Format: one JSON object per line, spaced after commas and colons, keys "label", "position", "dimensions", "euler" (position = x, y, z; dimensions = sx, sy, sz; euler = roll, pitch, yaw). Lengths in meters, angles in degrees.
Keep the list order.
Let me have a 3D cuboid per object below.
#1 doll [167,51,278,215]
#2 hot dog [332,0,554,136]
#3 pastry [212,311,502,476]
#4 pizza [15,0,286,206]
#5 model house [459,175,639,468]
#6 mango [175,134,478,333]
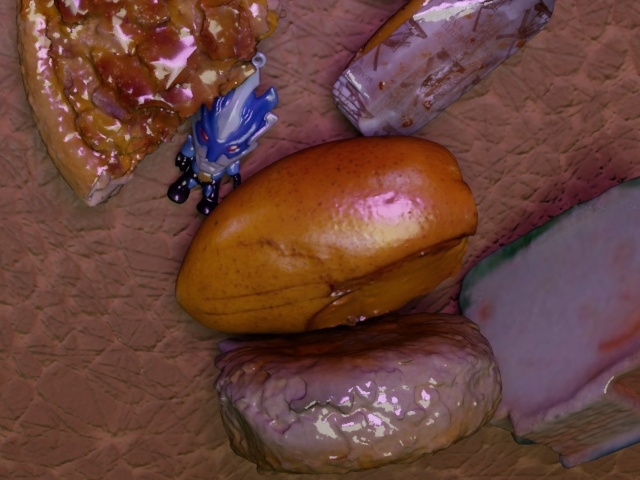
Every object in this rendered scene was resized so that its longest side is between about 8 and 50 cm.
{"label": "doll", "position": [-0.105, -0.121, 1.185], "dimensions": [0.096, 0.070, 0.195], "euler": [25, 112, -6]}
{"label": "hot dog", "position": [0.128, -0.209, 1.148], "dimensions": [0.268, 0.075, 0.144], "euler": [-34, 143, 19]}
{"label": "pastry", "position": [0.035, 0.164, 1.160], "dimensions": [0.330, 0.329, 0.136], "euler": [-9, 96, -5]}
{"label": "pizza", "position": [-0.181, -0.229, 1.096], "dimensions": [0.278, 0.114, 0.408], "euler": [15, 102, 6]}
{"label": "model house", "position": [0.366, 0.118, 1.269], "dimensions": [0.312, 0.245, 0.280], "euler": [-33, 141, 31]}
{"label": "mango", "position": [0.000, 0.000, 1.187], "dimensions": [0.350, 0.201, 0.199], "euler": [-17, 89, 10]}
